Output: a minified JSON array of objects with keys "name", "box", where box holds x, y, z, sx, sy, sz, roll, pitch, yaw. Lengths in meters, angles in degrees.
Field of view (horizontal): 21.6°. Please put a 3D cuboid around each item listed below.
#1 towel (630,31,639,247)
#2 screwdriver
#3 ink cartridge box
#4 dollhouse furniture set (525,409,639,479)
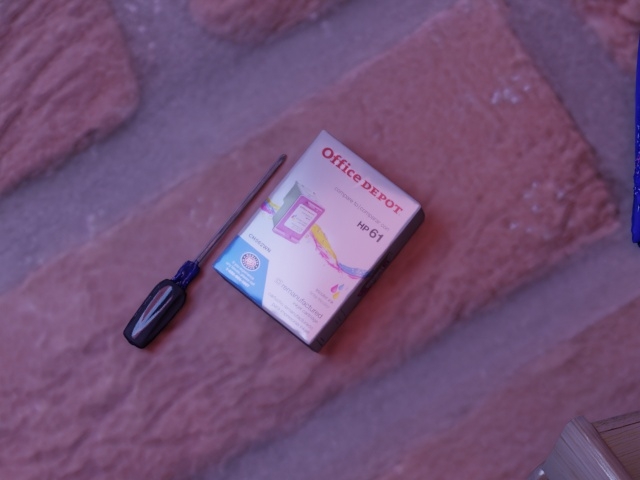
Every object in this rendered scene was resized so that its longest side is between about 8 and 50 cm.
[{"name":"towel","box":[0.363,-0.098,1.097,0.308,0.076,0.227,4,81,7]},{"name":"screwdriver","box":[-0.078,0.006,1.163,0.024,0.025,0.170,37,77,12]},{"name":"ink cartridge box","box":[0.000,0.000,1.134,0.088,0.052,0.122,38,85,11]},{"name":"dollhouse furniture set","box":[0.184,0.202,0.934,0.161,0.242,0.212,-10,47,-32]}]
